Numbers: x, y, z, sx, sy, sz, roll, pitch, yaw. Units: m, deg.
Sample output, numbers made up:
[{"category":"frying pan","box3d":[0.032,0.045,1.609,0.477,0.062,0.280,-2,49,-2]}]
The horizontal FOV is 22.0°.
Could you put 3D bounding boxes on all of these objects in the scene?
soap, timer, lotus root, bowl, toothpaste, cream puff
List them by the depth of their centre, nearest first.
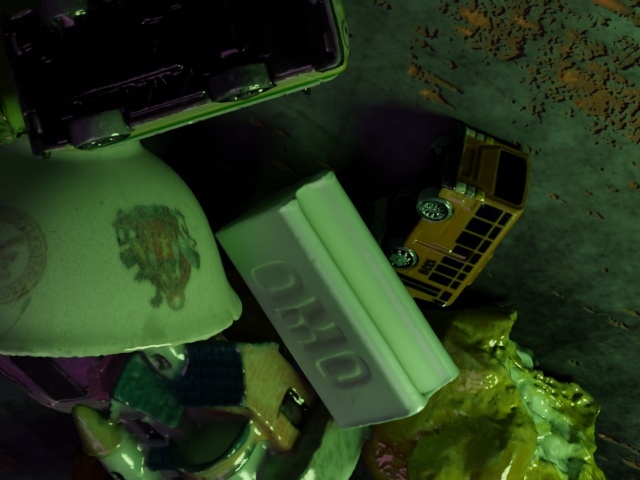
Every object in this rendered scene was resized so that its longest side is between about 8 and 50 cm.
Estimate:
[{"category":"bowl","box3d":[-0.289,-0.034,1.720,0.434,0.435,0.196,8,103,6]},{"category":"soap","box3d":[0.015,0.068,1.786,0.265,0.087,0.160,57,147,-8]},{"category":"toothpaste","box3d":[0.000,0.000,1.866,0.197,0.057,0.035,-20,133,39]},{"category":"lotus root","box3d":[-0.068,0.088,1.938,0.135,0.095,0.159,-2,158,40]},{"category":"cream puff","box3d":[0.167,0.248,1.956,0.274,0.270,0.323,-19,130,40]},{"category":"timer","box3d":[-0.329,0.148,2.124,0.190,0.069,0.208,-15,136,34]}]

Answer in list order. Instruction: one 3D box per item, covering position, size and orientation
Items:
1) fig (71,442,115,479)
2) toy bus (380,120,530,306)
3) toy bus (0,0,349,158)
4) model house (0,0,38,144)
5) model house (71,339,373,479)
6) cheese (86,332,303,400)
[{"category":"fig","box3d":[-0.244,0.334,2.267,0.202,0.149,0.148,-4,125,2]},{"category":"toy bus","box3d":[0.140,-0.021,1.762,0.114,0.098,0.201,21,140,-9]},{"category":"toy bus","box3d":[-0.119,-0.180,1.535,0.305,0.143,0.179,-16,177,15]},{"category":"model house","box3d":[-0.376,-0.199,1.606,0.211,0.194,0.170,2,141,13]},{"category":"model house","box3d":[-0.152,0.195,1.860,0.267,0.194,0.325,-4,135,40]},{"category":"cheese","box3d":[-0.147,0.157,2.048,0.286,0.074,0.189,-10,138,-4]}]
